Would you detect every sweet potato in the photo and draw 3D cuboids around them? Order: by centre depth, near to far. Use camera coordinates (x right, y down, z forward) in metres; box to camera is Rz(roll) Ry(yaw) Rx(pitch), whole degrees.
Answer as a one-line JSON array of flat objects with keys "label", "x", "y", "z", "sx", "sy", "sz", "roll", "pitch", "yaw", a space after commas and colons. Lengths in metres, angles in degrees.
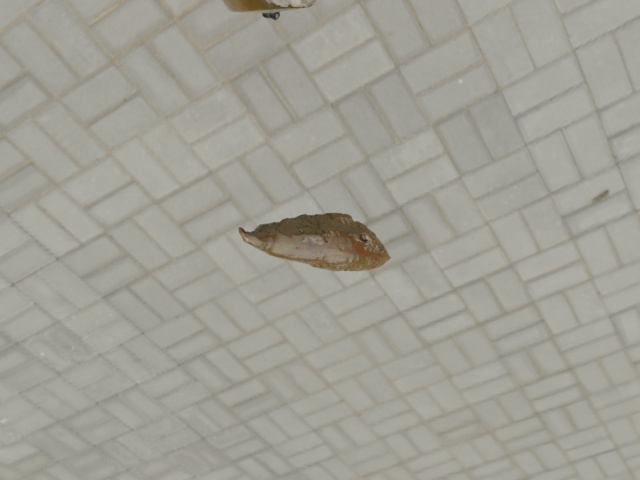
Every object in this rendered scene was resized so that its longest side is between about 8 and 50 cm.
[{"label": "sweet potato", "x": 0.000, "y": 0.000, "z": 0.703, "sx": 0.206, "sy": 0.060, "sz": 0.068, "roll": 3, "pitch": 124, "yaw": -39}]

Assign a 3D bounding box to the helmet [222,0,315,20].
[{"label": "helmet", "x": -0.031, "y": -0.303, "z": 0.571, "sx": 0.130, "sy": 0.198, "sz": 0.224, "roll": 34, "pitch": 94, "yaw": -33}]
